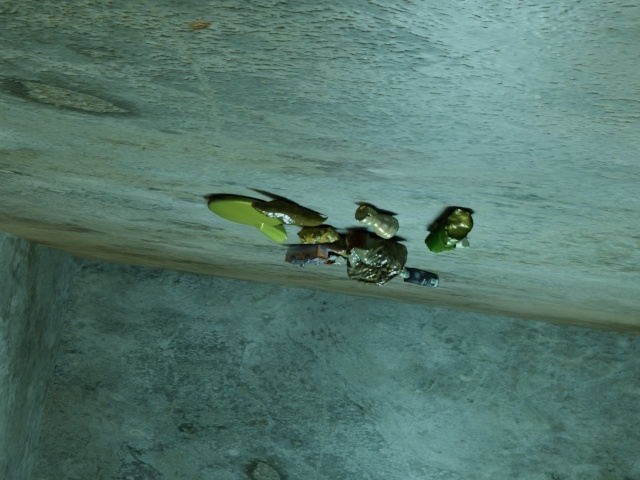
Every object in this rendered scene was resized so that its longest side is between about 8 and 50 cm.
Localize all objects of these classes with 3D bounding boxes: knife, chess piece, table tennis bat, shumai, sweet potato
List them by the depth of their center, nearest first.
[{"bbox_3d":[0.148,-0.054,1.692,0.066,0.066,0.122,-1,160,44],"label":"chess piece"},{"bbox_3d":[-0.080,-0.073,1.769,0.067,0.067,0.273,-1,172,43],"label":"sweet potato"},{"bbox_3d":[-0.192,-0.067,1.934,0.224,0.054,0.368,3,164,24],"label":"table tennis bat"},{"bbox_3d":[0.160,0.037,2.009,0.205,0.166,0.176,-17,127,18],"label":"shumai"},{"bbox_3d":[0.000,0.000,2.084,0.247,0.035,0.018,21,144,49],"label":"knife"}]

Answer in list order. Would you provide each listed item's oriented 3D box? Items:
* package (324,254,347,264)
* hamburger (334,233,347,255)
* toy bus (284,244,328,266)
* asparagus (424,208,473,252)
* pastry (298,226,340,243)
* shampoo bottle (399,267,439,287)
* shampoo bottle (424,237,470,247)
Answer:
[{"bbox_3d":[-0.004,0.072,2.552,0.231,0.040,0.166,4,169,29],"label":"package"},{"bbox_3d":[0.065,0.014,2.095,0.083,0.076,0.044,21,135,-32],"label":"hamburger"},{"bbox_3d":[-0.053,0.055,2.391,0.065,0.077,0.192,20,163,-40],"label":"toy bus"},{"bbox_3d":[0.331,-0.013,1.702,0.081,0.085,0.343,-15,169,-7],"label":"asparagus"},{"bbox_3d":[-0.009,-0.018,2.028,0.140,0.056,0.080,-6,171,32],"label":"pastry"},{"bbox_3d":[0.386,0.146,2.573,0.207,0.057,0.063,14,169,-31],"label":"shampoo bottle"},{"bbox_3d":[0.370,0.006,1.895,0.141,0.034,0.048,0,174,42],"label":"shampoo bottle"}]
